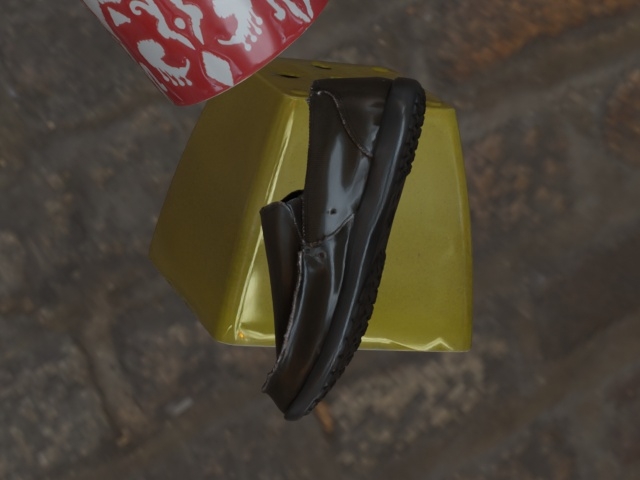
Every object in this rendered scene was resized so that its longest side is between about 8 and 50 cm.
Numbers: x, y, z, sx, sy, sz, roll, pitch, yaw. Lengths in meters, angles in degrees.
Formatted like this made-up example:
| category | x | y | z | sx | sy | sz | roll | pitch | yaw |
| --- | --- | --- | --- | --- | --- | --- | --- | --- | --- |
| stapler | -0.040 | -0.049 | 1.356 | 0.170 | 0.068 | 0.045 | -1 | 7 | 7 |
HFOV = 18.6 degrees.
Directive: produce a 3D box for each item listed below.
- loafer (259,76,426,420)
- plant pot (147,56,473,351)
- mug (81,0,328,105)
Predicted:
| category | x | y | z | sx | sy | sz | roll | pitch | yaw |
| --- | --- | --- | --- | --- | --- | --- | --- | --- | --- |
| loafer | 0.000 | 0.000 | 1.179 | 0.078 | 0.080 | 0.220 | 18 | 99 | 9 |
| plant pot | 0.001 | -0.038 | 1.546 | 0.212 | 0.212 | 0.187 | 2 | 107 | -22 |
| mug | -0.069 | -0.162 | 0.857 | 0.169 | 0.113 | 0.150 | 52 | 52 | -19 |
